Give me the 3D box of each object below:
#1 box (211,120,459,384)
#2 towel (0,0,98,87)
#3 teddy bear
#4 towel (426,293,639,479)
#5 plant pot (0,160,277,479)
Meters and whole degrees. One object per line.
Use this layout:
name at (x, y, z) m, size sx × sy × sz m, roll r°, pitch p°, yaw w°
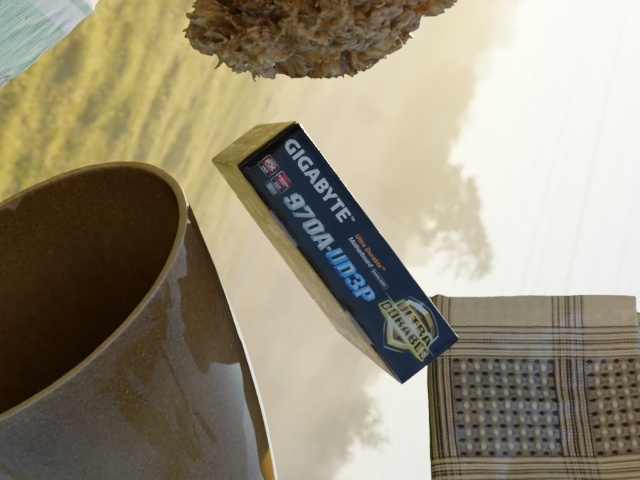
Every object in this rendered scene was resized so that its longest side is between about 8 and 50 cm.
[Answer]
box at (0.000, 0.000, 0.814) m, size 0.051 × 0.175 × 0.220 m, roll -37°, pitch -171°, yaw -5°
towel at (-0.355, -0.148, 1.055) m, size 0.325 × 0.038 × 0.248 m, roll -41°, pitch 179°, yaw 0°
teddy bear at (-0.046, -0.217, 0.704) m, size 0.245 × 0.338 × 0.113 m, roll -29°, pitch 155°, yaw -37°
towel at (0.294, 0.211, 1.426) m, size 0.056 × 0.324 × 0.312 m, roll 97°, pitch -5°, yaw -62°
plant pot at (-0.134, 0.121, 0.755) m, size 0.254 × 0.237 × 0.237 m, roll 61°, pitch 35°, yaw -33°
